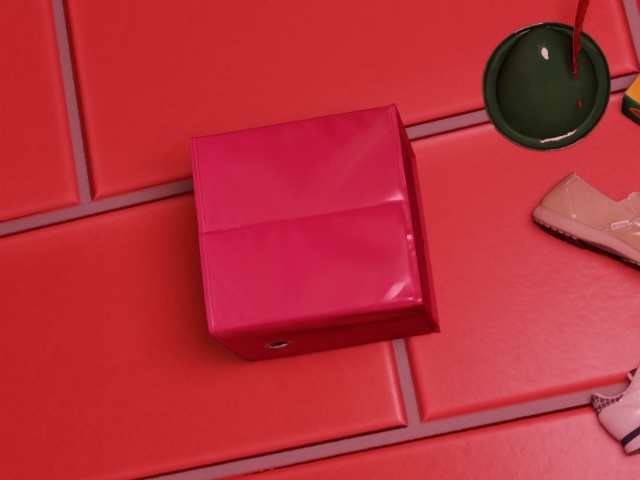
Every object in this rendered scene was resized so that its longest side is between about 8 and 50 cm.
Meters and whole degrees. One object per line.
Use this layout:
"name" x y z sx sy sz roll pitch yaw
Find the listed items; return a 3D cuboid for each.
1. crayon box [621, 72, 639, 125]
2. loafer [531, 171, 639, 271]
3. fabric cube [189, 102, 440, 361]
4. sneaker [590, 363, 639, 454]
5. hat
"crayon box" 0.539 -0.236 1.669 0.165 0.081 0.278 39 88 16
"loafer" 0.403 -0.012 1.639 0.268 0.102 0.092 23 89 15
"fabric cube" 0.000 0.000 1.639 0.258 0.254 0.259 -9 76 7
"sneaker" 0.450 0.167 1.604 0.235 0.090 0.095 -35 65 1
"hat" 0.289 -0.239 1.666 0.173 0.183 0.208 -2 78 11
